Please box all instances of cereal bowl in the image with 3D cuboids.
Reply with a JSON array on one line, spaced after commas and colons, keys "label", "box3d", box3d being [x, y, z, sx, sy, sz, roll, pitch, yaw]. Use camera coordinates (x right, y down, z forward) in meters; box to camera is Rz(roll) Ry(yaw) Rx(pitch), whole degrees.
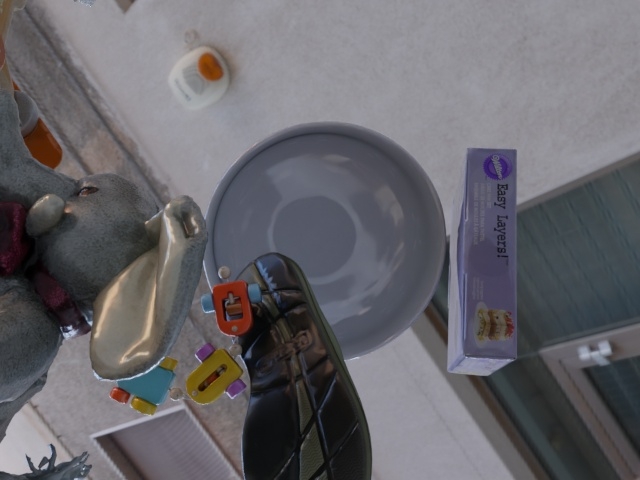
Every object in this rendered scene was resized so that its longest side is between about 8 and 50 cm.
[{"label": "cereal bowl", "box3d": [0.000, 0.000, 0.996, 0.339, 0.141, 0.338, -1, -86, -9]}]

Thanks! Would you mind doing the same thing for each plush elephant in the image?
[{"label": "plush elephant", "box3d": [-0.219, 0.023, 0.481, 0.330, 0.272, 0.255, 45, -115, -25]}]

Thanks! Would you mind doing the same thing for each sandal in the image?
[{"label": "sandal", "box3d": [-0.014, 0.141, 0.658, 0.086, 0.120, 0.302, 46, -157, -47]}]

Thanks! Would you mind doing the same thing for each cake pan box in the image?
[{"label": "cake pan box", "box3d": [0.207, 0.036, 0.902, 0.070, 0.245, 0.266, 3, -106, 5]}]

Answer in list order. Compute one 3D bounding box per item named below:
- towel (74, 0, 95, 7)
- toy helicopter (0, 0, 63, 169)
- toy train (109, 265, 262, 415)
[{"label": "towel", "box3d": [-0.290, -0.357, 0.704, 0.049, 0.187, 0.282, 24, -169, 9]}, {"label": "toy helicopter", "box3d": [-0.398, -0.231, 0.828, 0.235, 0.140, 0.355, 67, -170, -48]}, {"label": "toy train", "box3d": [-0.130, 0.102, 0.674, 0.166, 0.046, 0.125, -16, -103, 0]}]
